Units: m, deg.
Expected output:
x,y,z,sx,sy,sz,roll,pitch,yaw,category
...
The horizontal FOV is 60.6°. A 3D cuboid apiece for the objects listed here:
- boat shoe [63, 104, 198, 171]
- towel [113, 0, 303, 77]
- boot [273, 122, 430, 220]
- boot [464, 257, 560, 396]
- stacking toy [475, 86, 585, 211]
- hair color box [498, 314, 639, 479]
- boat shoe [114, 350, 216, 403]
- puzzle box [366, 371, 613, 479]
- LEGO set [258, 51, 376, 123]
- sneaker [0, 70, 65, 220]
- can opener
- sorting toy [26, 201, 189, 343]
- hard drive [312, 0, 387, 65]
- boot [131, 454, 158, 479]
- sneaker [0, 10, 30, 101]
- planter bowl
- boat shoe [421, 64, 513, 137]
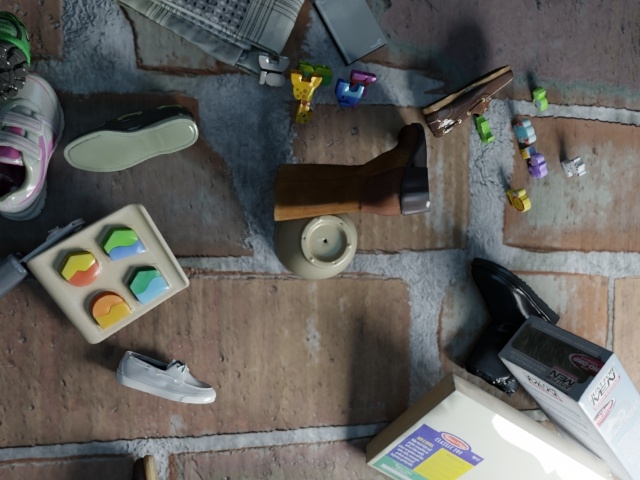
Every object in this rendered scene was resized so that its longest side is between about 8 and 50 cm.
x,y,z,sx,sy,sz,roll,pitch,yaw,category
-0.332,-0.183,0.966,0.227,0.069,0.081,-14,136,-8,boat shoe
-0.172,-0.500,0.992,0.312,0.056,0.324,25,88,-13,towel
0.060,-0.129,1.032,0.280,0.264,0.096,-3,137,11,boot
0.361,0.181,1.129,0.246,0.094,0.207,39,80,-18,boot
0.443,-0.194,1.153,0.167,0.052,0.221,-29,98,-11,stacking toy
0.525,0.322,1.074,0.113,0.185,0.374,-48,120,-8,hair color box
-0.277,0.248,1.004,0.184,0.066,0.063,18,89,-4,boat shoe
0.331,0.444,1.088,0.409,0.052,0.272,33,119,-13,puzzle box
-0.009,-0.269,1.015,0.227,0.087,0.093,6,128,-17,LEGO set
-0.493,-0.157,0.904,0.103,0.111,0.252,6,91,-13,sneaker
-0.504,0.067,0.931,0.283,0.076,0.095,-40,100,-7,can opener
-0.358,0.061,0.947,0.208,0.038,0.193,-31,120,-14,sorting toy
0.058,-0.422,1.066,0.094,0.022,0.135,-32,99,-10,hard drive
-0.395,0.507,0.969,0.207,0.090,0.248,3,96,-15,boot
-0.628,-0.280,0.875,0.343,0.146,0.134,-8,140,-3,sneaker
0.000,0.000,1.029,0.162,0.109,0.162,-1,94,-13,planter bowl
0.303,-0.281,1.108,0.207,0.073,0.073,-30,101,-3,boat shoe
